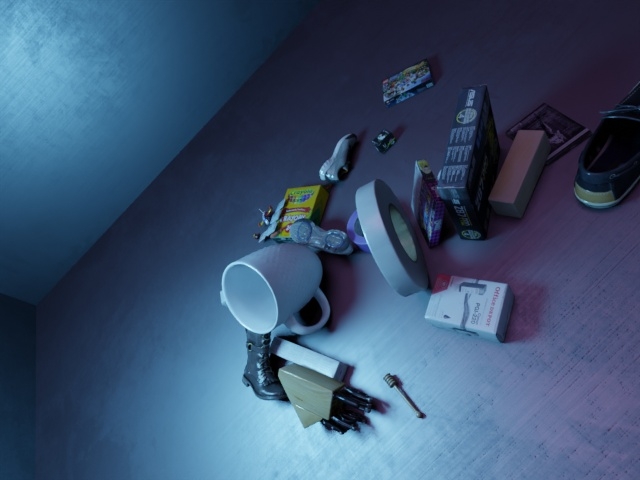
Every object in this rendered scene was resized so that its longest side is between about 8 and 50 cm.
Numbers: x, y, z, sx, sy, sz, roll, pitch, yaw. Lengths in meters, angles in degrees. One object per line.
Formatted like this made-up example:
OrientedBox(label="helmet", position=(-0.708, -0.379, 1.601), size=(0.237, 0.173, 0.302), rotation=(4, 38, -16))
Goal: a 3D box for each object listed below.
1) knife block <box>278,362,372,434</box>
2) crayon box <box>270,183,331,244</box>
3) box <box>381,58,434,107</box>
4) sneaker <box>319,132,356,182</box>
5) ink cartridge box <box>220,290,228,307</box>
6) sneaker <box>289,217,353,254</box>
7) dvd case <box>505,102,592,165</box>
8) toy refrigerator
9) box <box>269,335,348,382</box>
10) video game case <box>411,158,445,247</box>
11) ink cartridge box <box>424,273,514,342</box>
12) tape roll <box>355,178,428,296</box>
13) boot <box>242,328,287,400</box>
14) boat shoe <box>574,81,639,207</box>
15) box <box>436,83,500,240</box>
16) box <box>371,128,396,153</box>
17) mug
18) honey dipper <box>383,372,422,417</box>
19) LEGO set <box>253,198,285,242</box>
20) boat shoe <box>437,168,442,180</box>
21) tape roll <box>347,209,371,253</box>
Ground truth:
OrientedBox(label="knife block", position=(0.021, 0.481, 1.318), size=(0.242, 0.088, 0.276), rotation=(-39, 70, 25))
OrientedBox(label="crayon box", position=(-0.087, -0.136, 1.884), size=(0.202, 0.081, 0.318), rotation=(-2, 60, 37))
OrientedBox(label="box", position=(0.406, -0.739, 1.943), size=(0.233, 0.044, 0.159), rotation=(-20, 52, 26))
OrientedBox(label="sneaker", position=(0.102, -0.374, 1.907), size=(0.108, 0.100, 0.271), rotation=(25, 74, 19))
OrientedBox(label="ink cartridge box", position=(-0.326, 0.225, 1.787), size=(0.175, 0.127, 0.072), rotation=(-35, 45, 13))
OrientedBox(label="sneaker", position=(0.000, 0.000, 1.672), size=(0.297, 0.129, 0.111), rotation=(23, 79, 32))
OrientedBox(label="dvd case", position=(0.780, -0.372, 1.430), size=(0.164, 0.018, 0.221), rotation=(-38, 45, 11))
OrientedBox(label="toy refrigerator", position=(0.649, -0.219, 1.354), size=(0.094, 0.102, 0.269), rotation=(18, 78, 46))
OrientedBox(label="box", position=(-0.052, 0.424, 1.492), size=(0.324, 0.063, 0.067), rotation=(8, 68, 40))
OrientedBox(label="video game case", position=(0.370, -0.127, 1.434), size=(0.042, 0.232, 0.210), rotation=(-10, 50, -1))
OrientedBox(label="ink cartridge box", position=(0.447, 0.200, 1.247), size=(0.218, 0.092, 0.158), rotation=(7, 67, 38))
OrientedBox(label="tape roll", position=(0.237, -0.012, 1.339), size=(0.072, 0.392, 0.392), rotation=(-24, 49, 23))
OrientedBox(label="boot", position=(-0.209, 0.439, 1.516), size=(0.263, 0.091, 0.229), rotation=(11, 97, 43))
OrientedBox(label="boat shoe", position=(0.914, -0.325, 1.205), size=(0.500, 0.156, 0.187), rotation=(-52, 43, -6))
OrientedBox(label="box", position=(0.495, -0.244, 1.348), size=(0.097, 0.318, 0.395), rotation=(2, 62, 35))
OrientedBox(label="box", position=(0.280, -0.437, 1.821), size=(0.083, 0.062, 0.052), rotation=(-45, 43, 4))
OrientedBox(label="mug", position=(-0.122, 0.185, 1.545), size=(0.374, 0.328, 0.276), rotation=(47, 131, 13))
OrientedBox(label="honey dipper", position=(0.250, 0.473, 1.258), size=(0.030, 0.030, 0.161), rotation=(-45, 48, 3))
OrientedBox(label="LEGO set", position=(-0.258, -0.091, 1.942), size=(0.244, 0.060, 0.182), rotation=(-30, 37, 54))
OrientedBox(label="boat shoe", position=(0.515, -0.290, 1.548), size=(0.063, 0.066, 0.184), rotation=(37, 84, 31))
OrientedBox(label="tape roll", position=(0.203, -0.050, 1.608), size=(0.189, 0.080, 0.189), rotation=(-19, 52, 27))
